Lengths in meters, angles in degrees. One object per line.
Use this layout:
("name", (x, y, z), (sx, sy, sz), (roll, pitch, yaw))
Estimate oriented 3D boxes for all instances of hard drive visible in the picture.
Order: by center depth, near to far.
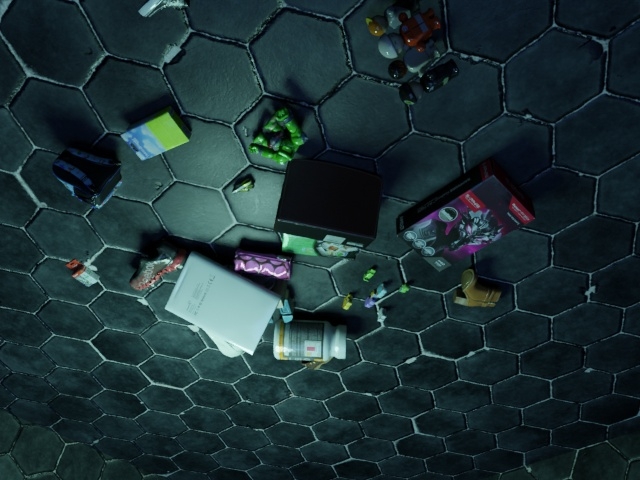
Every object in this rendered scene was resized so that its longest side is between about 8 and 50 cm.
("hard drive", (-0.343, 0.219, 2.031), (0.353, 0.047, 0.233), (27, 98, 4))

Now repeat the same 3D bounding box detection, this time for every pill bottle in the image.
("pill bottle", (-0.038, 0.391, 2.256), (0.279, 0.162, 0.162), (3, 134, 3))

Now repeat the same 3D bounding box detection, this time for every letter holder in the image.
("letter holder", (0.024, -0.116, 1.789), (0.302, 0.214, 0.152), (11, 166, -6))

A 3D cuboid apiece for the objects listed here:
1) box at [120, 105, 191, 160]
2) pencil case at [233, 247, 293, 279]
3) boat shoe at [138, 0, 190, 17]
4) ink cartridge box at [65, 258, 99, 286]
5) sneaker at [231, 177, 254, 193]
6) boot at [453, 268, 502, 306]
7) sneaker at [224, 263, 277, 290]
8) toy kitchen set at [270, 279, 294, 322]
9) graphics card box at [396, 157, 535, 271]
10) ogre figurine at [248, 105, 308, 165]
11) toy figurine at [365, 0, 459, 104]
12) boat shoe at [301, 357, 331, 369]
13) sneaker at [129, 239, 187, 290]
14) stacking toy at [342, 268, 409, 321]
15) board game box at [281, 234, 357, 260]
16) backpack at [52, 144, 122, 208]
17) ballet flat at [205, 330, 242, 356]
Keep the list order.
("box", (-0.484, -0.314, 1.700), (0.178, 0.042, 0.109), (-18, 129, 21))
("pencil case", (-0.201, 0.077, 2.018), (0.209, 0.095, 0.098), (7, 155, 0))
("boat shoe", (-0.340, -0.600, 1.394), (0.229, 0.080, 0.076), (-30, 123, 20))
("ink cartridge box", (-0.900, 0.124, 2.169), (0.063, 0.029, 0.115), (-27, 126, 28))
("sneaker", (-0.246, -0.165, 1.829), (0.083, 0.031, 0.035), (-25, 127, 26))
("boot", (0.573, 0.172, 2.052), (0.153, 0.073, 0.197), (8, 146, -1))
("sneaker", (-0.296, 0.144, 2.081), (0.283, 0.110, 0.122), (-10, 129, 15))
("toy kitchen set", (-0.198, 0.244, 2.155), (0.166, 0.122, 0.207), (-5, 133, 10))
("graphics card box", (0.449, -0.070, 1.813), (0.371, 0.094, 0.233), (-33, 123, 32))
("ogre figurine", (-0.118, -0.288, 1.656), (0.118, 0.097, 0.197), (38, 116, -13))
("toy figurine", (0.212, -0.456, 1.380), (0.148, 0.209, 0.213), (-30, 130, 9))
("boat shoe", (-0.007, 0.478, 2.396), (0.073, 0.073, 0.207), (25, 131, -20))
("sneaker", (-0.607, 0.083, 2.057), (0.276, 0.097, 0.135), (-31, 124, 27))
("stacking toy", (0.205, 0.207, 2.131), (0.167, 0.052, 0.221), (22, 131, -16))
("board game box", (0.000, 0.000, 1.968), (0.260, 0.030, 0.136), (7, 136, -2))
("backpack", (-0.717, -0.201, 1.759), (0.173, 0.158, 0.117), (26, 150, -1))
("ballet flat", (-0.351, 0.349, 2.219), (0.139, 0.139, 0.400), (-10, 143, 15))
